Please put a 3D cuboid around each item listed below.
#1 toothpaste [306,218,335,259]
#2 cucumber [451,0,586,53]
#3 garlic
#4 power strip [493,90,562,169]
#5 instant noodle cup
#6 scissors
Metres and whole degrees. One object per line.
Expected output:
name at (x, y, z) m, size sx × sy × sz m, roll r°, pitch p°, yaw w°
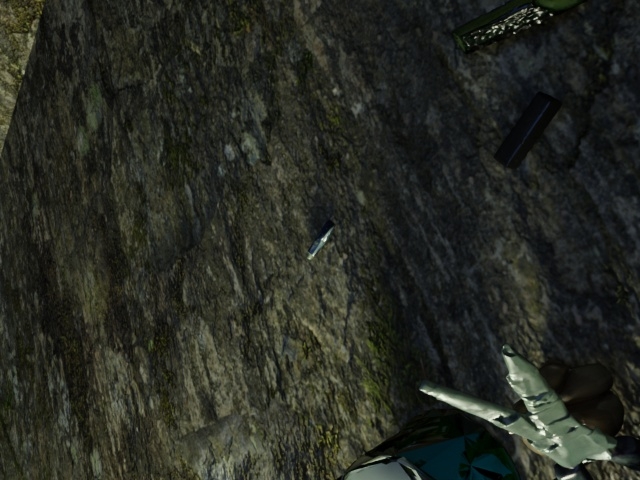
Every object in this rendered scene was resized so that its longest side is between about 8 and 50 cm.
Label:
toothpaste at (0.000, 0.000, 1.100) m, size 0.083 × 0.019 × 0.027 m, roll -57°, pitch 39°, yaw 19°
cucumber at (0.272, -0.309, 0.849) m, size 0.220 × 0.070 × 0.046 m, roll -17°, pitch 108°, yaw 41°
garlic at (0.287, 0.202, 0.744) m, size 0.127 × 0.194 × 0.131 m, roll 20°, pitch 93°, yaw 41°
power strip at (0.284, -0.150, 0.849) m, size 0.029 × 0.038 × 0.111 m, roll 46°, pitch 116°, yaw 32°
instant noodle cup at (0.145, 0.370, 0.866) m, size 0.240 × 0.178 × 0.240 m, roll 0°, pitch 89°, yaw 39°
scissors at (0.264, 0.218, 0.669) m, size 0.256 × 0.383 × 0.029 m, roll -38°, pitch 32°, yaw 31°
